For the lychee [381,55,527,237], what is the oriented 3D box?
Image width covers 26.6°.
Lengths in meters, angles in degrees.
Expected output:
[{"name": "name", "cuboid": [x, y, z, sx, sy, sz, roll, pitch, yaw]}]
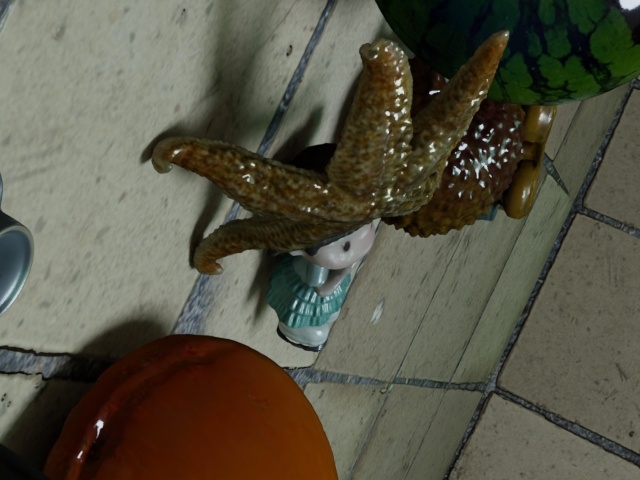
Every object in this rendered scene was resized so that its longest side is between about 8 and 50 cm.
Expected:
[{"name": "lychee", "cuboid": [0.126, -0.114, 1.464, 0.200, 0.200, 0.238, -50, 149, -39]}]

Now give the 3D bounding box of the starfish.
[{"name": "starfish", "cuboid": [0.026, -0.060, 1.149, 0.375, 0.094, 0.327, -30, 160, 24]}]

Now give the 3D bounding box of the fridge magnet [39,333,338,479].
[{"name": "fridge magnet", "cuboid": [-0.113, 0.261, 1.158, 0.364, 0.155, 0.363, 7, 82, -52]}]

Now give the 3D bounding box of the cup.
[{"name": "cup", "cuboid": [-0.213, -0.005, 0.789, 0.100, 0.077, 0.078, -66, 163, 4]}]

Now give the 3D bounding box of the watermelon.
[{"name": "watermelon", "cuboid": [0.198, -0.287, 1.188, 0.363, 0.363, 0.363, -54, 160, -30]}]

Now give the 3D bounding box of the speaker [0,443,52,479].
[{"name": "speaker", "cuboid": [-0.249, 0.252, 0.862, 0.192, 0.153, 0.231, -45, 157, -35]}]

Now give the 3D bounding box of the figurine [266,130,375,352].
[{"name": "figurine", "cuboid": [0.000, 0.000, 1.388, 0.245, 0.110, 0.138, 101, 12, -46]}]

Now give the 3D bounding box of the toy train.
[{"name": "toy train", "cuboid": [0.215, -0.169, 1.691, 0.369, 0.163, 0.231, 91, 16, -53]}]
